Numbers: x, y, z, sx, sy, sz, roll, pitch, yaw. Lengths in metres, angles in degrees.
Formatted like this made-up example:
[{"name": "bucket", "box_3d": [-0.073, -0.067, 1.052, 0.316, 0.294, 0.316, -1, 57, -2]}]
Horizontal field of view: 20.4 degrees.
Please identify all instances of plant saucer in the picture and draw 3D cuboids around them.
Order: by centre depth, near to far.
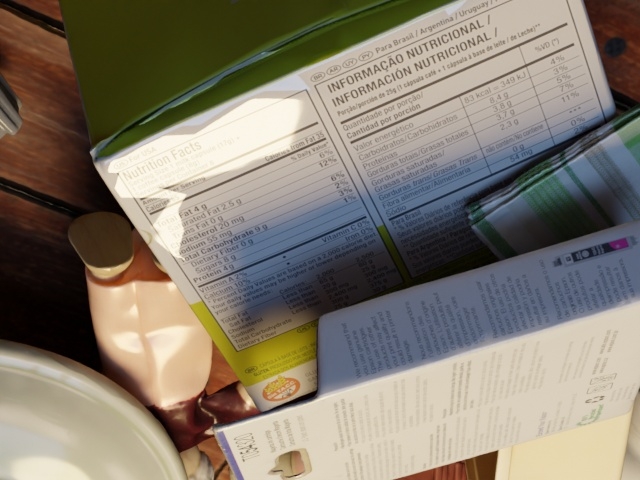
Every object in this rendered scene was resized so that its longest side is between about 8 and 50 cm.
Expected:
[{"name": "plant saucer", "box_3d": [-0.316, 0.263, 1.587, 0.400, 0.100, 0.400, -1, 129, -2]}]

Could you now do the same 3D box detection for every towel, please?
[{"name": "towel", "box_3d": [0.186, -0.032, 1.262, 0.152, 0.023, 0.113, -33, 141, 11]}]

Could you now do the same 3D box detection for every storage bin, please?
[{"name": "storage bin", "box_3d": [0.206, 0.131, 1.677, 0.123, 0.260, 0.262, -2, 126, -3]}]

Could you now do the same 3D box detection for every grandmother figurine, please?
[{"name": "grandmother figurine", "box_3d": [-0.142, 0.127, 1.609, 0.208, 0.104, 0.342, 5, 131, 4]}]

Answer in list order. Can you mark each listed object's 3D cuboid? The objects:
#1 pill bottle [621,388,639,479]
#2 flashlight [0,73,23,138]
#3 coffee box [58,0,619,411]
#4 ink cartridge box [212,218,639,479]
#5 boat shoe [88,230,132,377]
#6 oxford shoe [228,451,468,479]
[{"name": "pill bottle", "box_3d": [0.360, 0.270, 1.871, 0.176, 0.176, 0.318, -2, 127, -12]}, {"name": "flashlight", "box_3d": [-0.345, -0.190, 1.404, 0.103, 0.103, 0.304, -32, 126, 7]}, {"name": "coffee box", "box_3d": [0.015, -0.142, 1.344, 0.338, 0.337, 0.334, -23, 139, 6]}, {"name": "ink cartridge box", "box_3d": [0.087, 0.106, 1.334, 0.330, 0.071, 0.324, -15, 160, -3]}, {"name": "boat shoe", "box_3d": [-0.170, 0.085, 1.668, 0.073, 0.073, 0.207, 10, 123, -18]}, {"name": "oxford shoe", "box_3d": [0.069, 0.283, 1.866, 0.146, 0.140, 0.397, -14, 141, 37]}]
